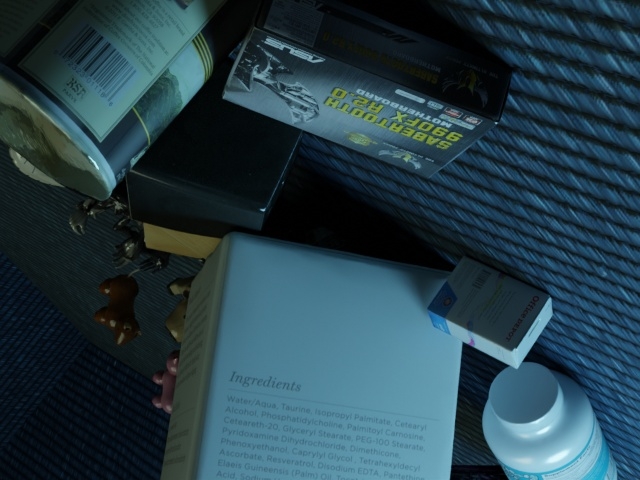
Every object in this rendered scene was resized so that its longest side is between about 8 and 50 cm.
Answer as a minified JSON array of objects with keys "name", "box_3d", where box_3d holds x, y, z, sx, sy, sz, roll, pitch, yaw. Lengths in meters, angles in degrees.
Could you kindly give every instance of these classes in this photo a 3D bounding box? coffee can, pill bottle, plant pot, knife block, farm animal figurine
[{"name":"coffee can","box_3d":[-0.197,-0.206,1.050,0.202,0.275,0.201,34,161,13]},{"name":"pill bottle","box_3d":[0.308,0.270,1.475,0.146,0.146,0.264,22,156,39]},{"name":"plant pot","box_3d":[-0.122,-0.102,1.343,0.167,0.188,0.187,23,161,0]},{"name":"knife block","box_3d":[-0.132,-0.033,1.575,0.242,0.088,0.275,10,151,0]},{"name":"farm animal figurine","box_3d":[-0.170,0.121,1.728,0.330,0.326,0.172,41,156,-20]}]

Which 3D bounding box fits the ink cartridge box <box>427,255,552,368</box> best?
[{"name":"ink cartridge box","box_3d":[0.205,0.086,1.308,0.122,0.088,0.052,26,158,30]}]

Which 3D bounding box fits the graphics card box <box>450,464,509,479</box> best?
[{"name":"graphics card box","box_3d":[0.265,0.418,1.694,0.371,0.094,0.233,11,177,-38]}]

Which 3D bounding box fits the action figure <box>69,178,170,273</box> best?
[{"name":"action figure","box_3d":[-0.369,-0.029,2.010,0.164,0.141,0.275,41,167,28]}]

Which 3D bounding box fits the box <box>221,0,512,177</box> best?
[{"name":"box","box_3d":[0.035,-0.144,1.011,0.231,0.056,0.183,21,163,-10]}]

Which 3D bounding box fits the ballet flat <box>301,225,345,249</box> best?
[{"name":"ballet flat","box_3d":[0.000,0.000,1.566,0.041,0.041,0.114,41,160,-12]}]

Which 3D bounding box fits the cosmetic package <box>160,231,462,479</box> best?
[{"name":"cosmetic package","box_3d":[-0.024,0.234,1.446,0.328,0.393,0.329,10,165,-12]}]

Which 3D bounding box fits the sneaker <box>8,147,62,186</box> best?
[{"name":"sneaker","box_3d":[-0.495,-0.191,1.909,0.129,0.111,0.297,15,153,37]}]
